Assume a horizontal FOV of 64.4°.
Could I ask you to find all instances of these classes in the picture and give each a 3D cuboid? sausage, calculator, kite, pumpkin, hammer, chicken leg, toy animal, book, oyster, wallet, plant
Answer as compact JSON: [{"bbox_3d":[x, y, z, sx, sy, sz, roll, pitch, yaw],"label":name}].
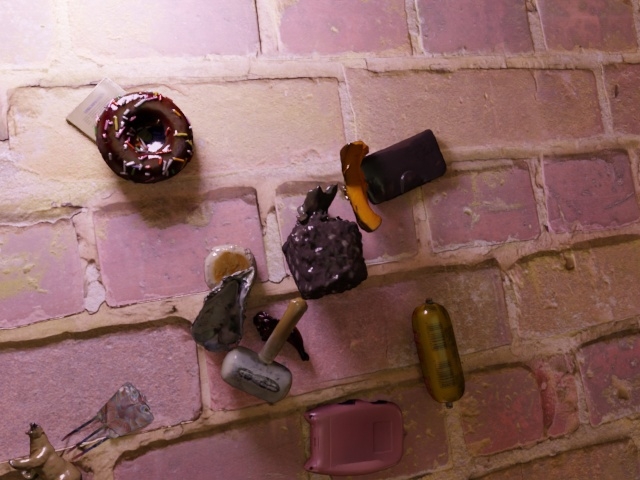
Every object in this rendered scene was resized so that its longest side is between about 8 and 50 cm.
[{"bbox_3d":[0.362,0.346,1.569,0.123,0.123,0.347,-11,87,-17],"label":"sausage"},{"bbox_3d":[0.113,0.584,1.511,0.330,0.048,0.220,1,82,-18],"label":"calculator"},{"bbox_3d":[-0.565,0.480,1.341,0.229,0.016,0.127,-30,90,-20],"label":"kite"},{"bbox_3d":[0.111,-0.162,1.469,0.095,0.290,0.258,-10,97,7],"label":"pumpkin"},{"bbox_3d":[-0.130,0.288,1.406,0.202,0.113,0.305,28,95,-14],"label":"hammer"},{"bbox_3d":[-0.107,0.275,1.480,0.205,0.053,0.093,30,100,-4],"label":"chicken leg"},{"bbox_3d":[-0.678,0.563,1.266,0.218,0.103,0.101,48,56,-5],"label":"toy animal"},{"bbox_3d":[-0.578,-0.340,1.426,0.192,0.013,0.168,39,75,-9],"label":"book"},{"bbox_3d":[-0.267,0.195,1.369,0.199,0.087,0.252,3,106,21],"label":"oyster"},{"bbox_3d":[0.264,-0.238,1.648,0.309,0.042,0.165,-24,90,-17],"label":"wallet"},{"bbox_3d":[0.000,0.000,1.454,0.213,0.215,0.312,-14,79,-21],"label":"plant"}]

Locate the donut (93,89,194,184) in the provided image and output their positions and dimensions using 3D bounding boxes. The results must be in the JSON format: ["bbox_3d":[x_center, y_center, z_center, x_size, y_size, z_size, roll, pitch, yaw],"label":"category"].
[{"bbox_3d":[-0.475,-0.285,1.392,0.270,0.103,0.269,0,90,-22],"label":"donut"}]

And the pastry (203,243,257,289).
[{"bbox_3d":[-0.253,0.086,1.437,0.166,0.088,0.165,1,88,-18],"label":"pastry"}]
